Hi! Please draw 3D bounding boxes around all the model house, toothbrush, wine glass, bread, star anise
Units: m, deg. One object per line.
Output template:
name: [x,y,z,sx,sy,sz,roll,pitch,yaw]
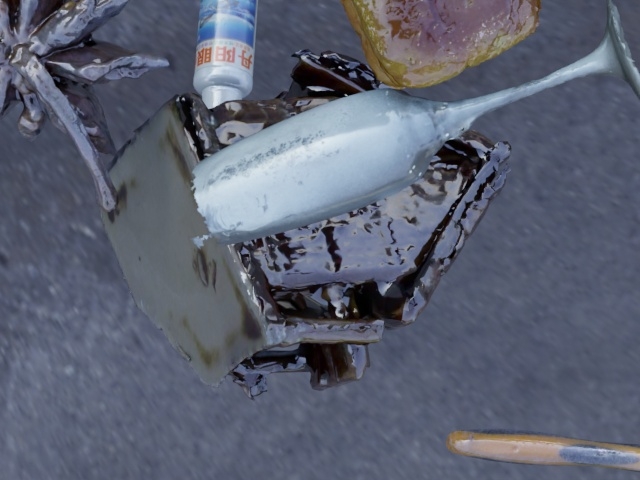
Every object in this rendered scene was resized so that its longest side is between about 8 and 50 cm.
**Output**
model house: [0.000,0.000,1.681,0.282,0.317,0.297,-10,75,-25]
toothbrush: [0.241,0.144,1.255,0.321,0.031,0.023,4,87,10]
wine glass: [0.047,-0.058,1.043,0.262,0.074,0.074,-19,114,15]
bread: [0.047,-0.238,1.262,0.139,0.077,0.271,-28,99,-19]
star anise: [-0.225,-0.140,1.572,0.231,0.089,0.209,42,112,5]

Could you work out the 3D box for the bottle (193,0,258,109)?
bottle: [-0.091,-0.172,1.849,0.060,0.060,0.217,9,72,-21]
